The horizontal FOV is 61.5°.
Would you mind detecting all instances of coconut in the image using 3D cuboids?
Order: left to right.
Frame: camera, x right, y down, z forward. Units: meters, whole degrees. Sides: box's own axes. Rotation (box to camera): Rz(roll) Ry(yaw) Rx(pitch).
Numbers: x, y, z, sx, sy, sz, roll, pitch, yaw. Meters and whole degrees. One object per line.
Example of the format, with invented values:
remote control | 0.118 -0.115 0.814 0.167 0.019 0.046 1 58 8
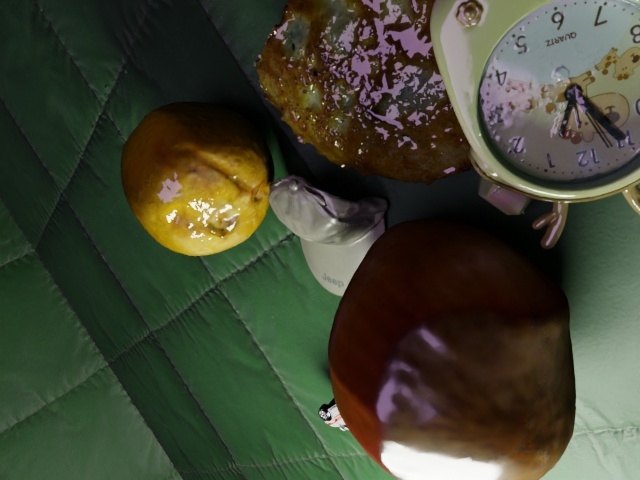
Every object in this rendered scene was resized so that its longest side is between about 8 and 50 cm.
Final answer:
coconut | 0.238 -0.080 0.675 0.081 0.082 0.083 37 -177 -11

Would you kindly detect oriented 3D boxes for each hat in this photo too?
hat | 0.000 0.000 0.913 0.214 0.149 0.244 14 112 38

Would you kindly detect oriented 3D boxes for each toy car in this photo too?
toy car | 0.085 0.320 1.054 0.108 0.089 0.209 44 134 3

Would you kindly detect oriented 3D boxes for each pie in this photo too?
pie | 0.075 -0.221 0.722 0.355 0.103 0.288 30 132 17

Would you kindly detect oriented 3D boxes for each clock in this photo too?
clock | 0.258 -0.147 0.554 0.235 0.096 0.307 -13 106 22

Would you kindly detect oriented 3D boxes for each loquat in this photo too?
loquat | -0.226 -0.114 0.959 0.284 0.276 0.275 43 137 26

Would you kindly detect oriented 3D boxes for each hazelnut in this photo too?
hazelnut | 0.165 0.152 0.722 0.366 0.366 0.365 23 128 33
